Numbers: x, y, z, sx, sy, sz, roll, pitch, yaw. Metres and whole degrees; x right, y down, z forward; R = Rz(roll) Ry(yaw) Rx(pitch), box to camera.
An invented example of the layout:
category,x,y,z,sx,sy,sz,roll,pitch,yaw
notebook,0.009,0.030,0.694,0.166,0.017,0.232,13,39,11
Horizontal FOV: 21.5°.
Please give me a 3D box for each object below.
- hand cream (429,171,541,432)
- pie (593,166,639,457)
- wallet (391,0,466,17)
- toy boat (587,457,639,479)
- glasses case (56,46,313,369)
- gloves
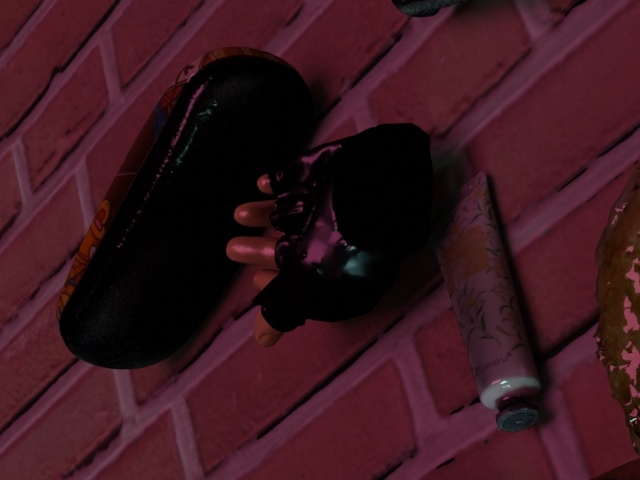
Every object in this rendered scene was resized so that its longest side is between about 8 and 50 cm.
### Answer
category,x,y,z,sx,sy,sz,roll,pitch,yaw
hand cream,0.113,0.043,1.174,0.067,0.042,0.194,-46,44,38
pie,0.290,0.027,0.875,0.288,0.103,0.354,-24,65,32
wallet,0.145,-0.302,1.198,0.221,0.071,0.262,-11,66,52
toy boat,0.187,0.168,1.016,0.200,0.077,0.057,-35,57,43
glasses case,-0.116,-0.021,1.417,0.321,0.122,0.082,-58,38,25
gloves,0.000,0.000,1.273,0.164,0.124,0.203,-68,11,-20
